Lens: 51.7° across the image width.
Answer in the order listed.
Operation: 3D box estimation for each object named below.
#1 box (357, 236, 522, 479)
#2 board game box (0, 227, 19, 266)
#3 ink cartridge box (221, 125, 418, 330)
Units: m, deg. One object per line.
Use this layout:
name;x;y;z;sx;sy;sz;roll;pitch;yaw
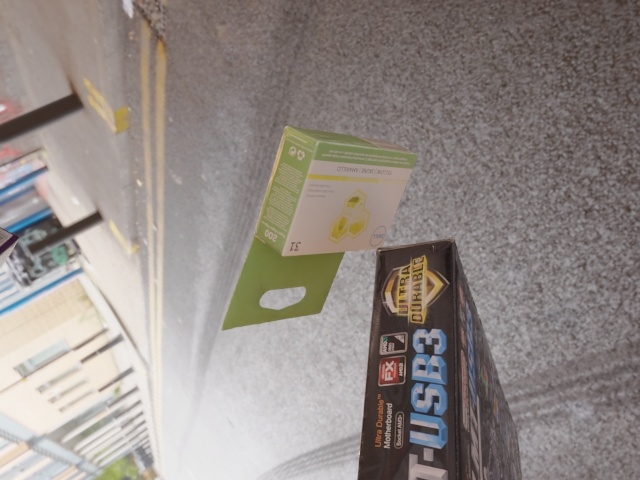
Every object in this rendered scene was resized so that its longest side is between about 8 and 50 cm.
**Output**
box;0.104;0.202;0.493;0.073;0.296;0.293;-12;134;20
board game box;-0.425;0.022;0.550;0.208;0.056;0.347;35;-163;-13
ink cartridge box;0.000;0.000;0.719;0.056;0.171;0.235;32;112;36
